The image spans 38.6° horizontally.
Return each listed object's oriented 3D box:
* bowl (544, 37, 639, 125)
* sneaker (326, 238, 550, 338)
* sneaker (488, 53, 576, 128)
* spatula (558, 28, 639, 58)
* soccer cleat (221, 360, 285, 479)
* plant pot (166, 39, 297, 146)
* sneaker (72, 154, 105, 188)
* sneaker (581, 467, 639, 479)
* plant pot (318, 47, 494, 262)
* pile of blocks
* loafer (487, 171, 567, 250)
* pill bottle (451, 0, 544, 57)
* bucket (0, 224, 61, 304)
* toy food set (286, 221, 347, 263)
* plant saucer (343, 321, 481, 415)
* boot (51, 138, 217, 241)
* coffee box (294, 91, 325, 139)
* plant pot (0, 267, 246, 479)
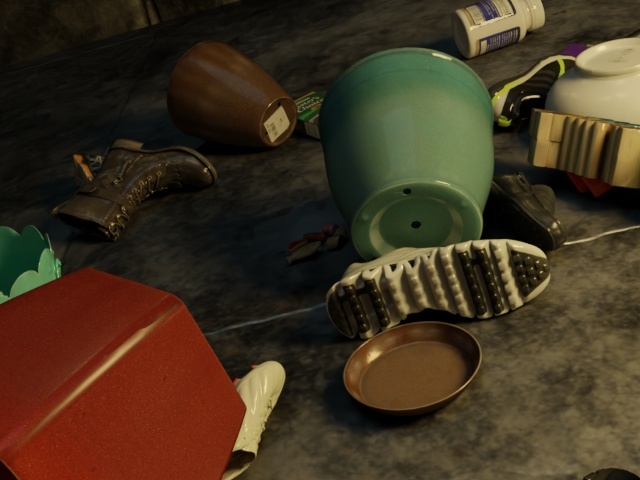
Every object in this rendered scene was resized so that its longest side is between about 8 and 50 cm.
[{"bbox_3d":[0.504,-0.249,1.522,0.298,0.134,0.298,-13,28,7],"label":"bowl"},{"bbox_3d":[0.153,0.045,1.214,0.292,0.110,0.118,-10,19,13],"label":"sneaker"},{"bbox_3d":[0.405,-0.264,1.693,0.235,0.084,0.097,-30,54,-21],"label":"sneaker"},{"bbox_3d":[0.592,-0.403,1.867,0.296,0.030,0.084,-20,25,-7],"label":"spatula"},{"bbox_3d":[-0.091,0.221,1.063,0.076,0.068,0.196,13,46,36],"label":"soccer cleat"},{"bbox_3d":[-0.165,-0.283,1.914,0.230,0.215,0.215,29,50,35],"label":"plant pot"},{"bbox_3d":[-0.460,-0.131,1.902,0.083,0.084,0.215,-7,29,-22],"label":"sneaker"},{"bbox_3d":[0.229,0.305,0.704,0.130,0.109,0.286,6,44,26],"label":"sneaker"},{"bbox_3d":[0.130,-0.098,1.334,0.272,0.271,0.255,-11,42,11],"label":"plant pot"},{"bbox_3d":[0.452,-0.113,1.347,0.149,0.112,0.362,-2,17,-35],"label":"pile of blocks"},{"bbox_3d":[0.306,-0.051,1.326,0.078,0.076,0.223,-26,24,0],"label":"loafer"},{"bbox_3d":[0.397,-0.487,2.044,0.187,0.112,0.112,-19,27,-6],"label":"pill bottle"},{"bbox_3d":[-0.496,0.122,1.338,0.281,0.183,0.281,-14,28,7],"label":"bucket"},{"bbox_3d":[0.000,0.000,1.467,0.122,0.019,0.078,-25,27,1],"label":"toy food set"},{"bbox_3d":[0.112,0.157,1.100,0.168,0.029,0.168,-14,27,7],"label":"plant saucer"},{"bbox_3d":[-0.352,-0.083,1.755,0.263,0.091,0.229,10,49,17],"label":"boot"},{"bbox_3d":[-0.006,-0.265,1.933,0.113,0.040,0.184,-29,30,-22],"label":"coffee box"},{"bbox_3d":[-0.240,0.181,0.956,0.267,0.267,0.236,11,48,42],"label":"plant pot"}]
